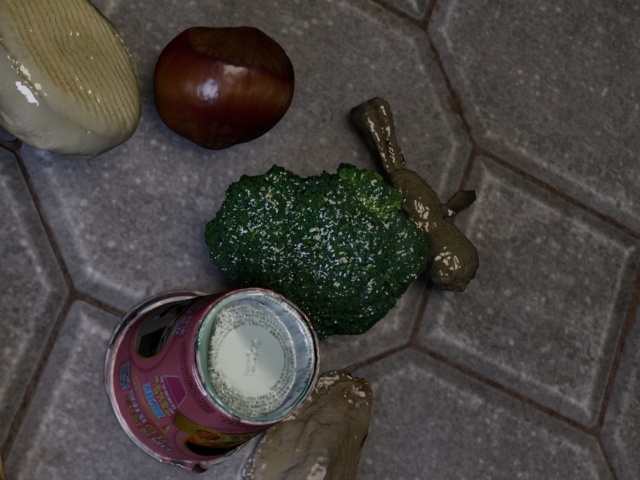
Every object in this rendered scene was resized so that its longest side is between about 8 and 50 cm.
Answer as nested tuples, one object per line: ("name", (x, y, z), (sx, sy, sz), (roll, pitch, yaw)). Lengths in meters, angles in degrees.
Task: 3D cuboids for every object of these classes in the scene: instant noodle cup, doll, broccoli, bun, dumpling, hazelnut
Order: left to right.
("bun", (-0.358, -0.217, 1.823), (0.287, 0.146, 0.287), (38, 31, -27))
("instant noodle cup", (-0.125, 0.158, 1.786), (0.244, 0.255, 0.243), (5, 77, -23))
("hazelnut", (-0.122, -0.206, 1.938), (0.204, 0.178, 0.178), (-13, 81, -58))
("dumpling", (-0.013, 0.317, 1.893), (0.166, 0.086, 0.332), (17, 66, -23))
("broccoli", (0.000, 0.000, 1.897), (0.295, 0.245, 0.265), (7, 117, -20))
("doll", (0.129, -0.059, 2.054), (0.286, 0.091, 0.202), (49, 29, -18))

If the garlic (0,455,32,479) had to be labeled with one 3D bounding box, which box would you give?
("garlic", (-0.502, 0.228, 1.640), (0.313, 0.286, 0.249), (54, 18, -9))
